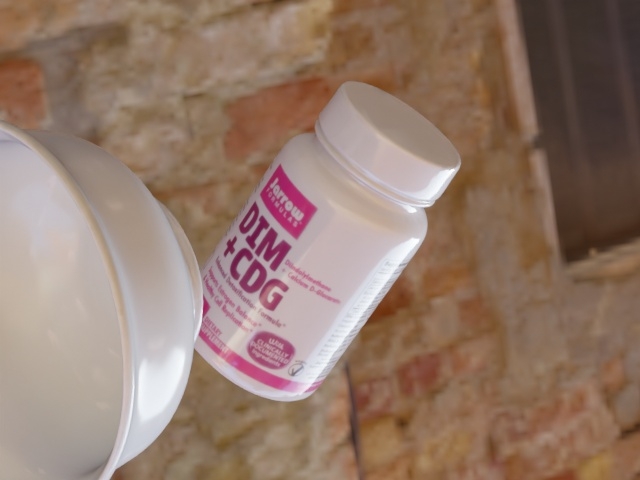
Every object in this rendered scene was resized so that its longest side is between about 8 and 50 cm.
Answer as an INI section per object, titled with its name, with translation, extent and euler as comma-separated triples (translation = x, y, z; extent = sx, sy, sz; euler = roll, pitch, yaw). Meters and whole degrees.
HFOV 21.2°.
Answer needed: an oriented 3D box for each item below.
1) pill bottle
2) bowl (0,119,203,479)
[pill bottle]
translation = 0.000, 0.000, 1.623
extent = 0.160, 0.283, 0.160
euler = 30, -159, -13
[bowl]
translation = -0.183, 0.042, 1.285
extent = 0.134, 0.298, 0.297
euler = -17, -166, -40
